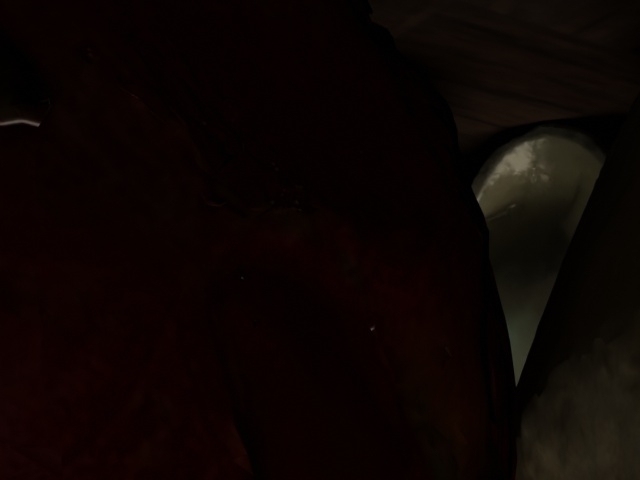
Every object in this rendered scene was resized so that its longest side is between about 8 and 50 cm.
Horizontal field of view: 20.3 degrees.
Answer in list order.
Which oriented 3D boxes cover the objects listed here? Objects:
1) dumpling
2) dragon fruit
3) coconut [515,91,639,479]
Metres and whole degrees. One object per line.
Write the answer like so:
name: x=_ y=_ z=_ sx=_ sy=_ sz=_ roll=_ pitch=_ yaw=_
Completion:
dumpling: x=0.106 y=0.012 z=0.721 sx=0.169 sy=0.100 sz=0.134 roll=45 pitch=161 yaw=45
dragon fruit: x=-0.100 y=0.034 z=0.456 sx=0.302 sy=0.295 sz=0.295 roll=48 pitch=159 yaw=-1
coconut: x=0.199 y=0.056 z=0.533 sx=0.328 sy=0.329 sz=0.329 roll=6 pitch=164 yaw=2
